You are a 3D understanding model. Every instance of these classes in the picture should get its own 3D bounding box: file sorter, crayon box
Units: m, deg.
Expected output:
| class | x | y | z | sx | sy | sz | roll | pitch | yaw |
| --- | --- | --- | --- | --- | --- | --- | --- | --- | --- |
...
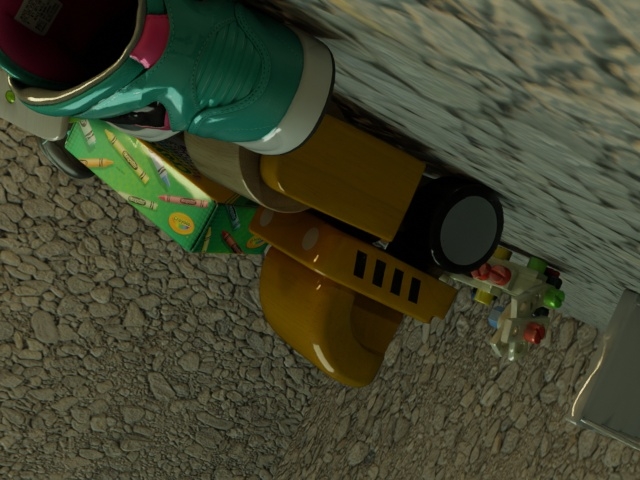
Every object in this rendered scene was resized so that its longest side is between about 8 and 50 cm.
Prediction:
| class | x | y | z | sx | sy | sz | roll | pitch | yaw |
| --- | --- | --- | --- | --- | --- | --- | --- | --- | --- |
| file sorter | 0.505 | 0.215 | 1.262 | 0.173 | 0.193 | 0.278 | 24 | 179 | 44 |
| crayon box | -0.204 | -0.087 | 1.281 | 0.278 | 0.081 | 0.165 | 37 | -163 | 26 |

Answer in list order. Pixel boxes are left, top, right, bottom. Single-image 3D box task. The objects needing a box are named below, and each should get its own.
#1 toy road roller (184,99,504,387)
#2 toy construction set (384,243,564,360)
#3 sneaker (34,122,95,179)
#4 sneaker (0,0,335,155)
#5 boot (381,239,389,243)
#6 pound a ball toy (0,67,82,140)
| class | x | y | z | sx | sy | sz | roll | pitch | yaw |
| --- | --- | --- | --- | --- | --- | --- | --- | --- | --- |
| toy road roller | 0.000 | 0.000 | 0.924 | 0.329 | 0.240 | 0.202 | 26 | 180 | -33 |
| toy construction set | 0.255 | 0.057 | 1.444 | 0.215 | 0.151 | 0.328 | 26 | -168 | -46 |
| sneaker | -0.380 | -0.212 | 1.384 | 0.106 | 0.267 | 0.101 | 10 | -146 | 34 |
| sneaker | -0.144 | -0.130 | 0.621 | 0.178 | 0.124 | 0.295 | 20 | 177 | -38 |
| boot | 0.052 | -0.054 | 1.180 | 0.295 | 0.104 | 0.211 | 16 | -174 | -11 |
| pound a ball toy | -0.294 | -0.227 | 0.914 | 0.319 | 0.136 | 0.208 | 27 | -154 | 23 |
